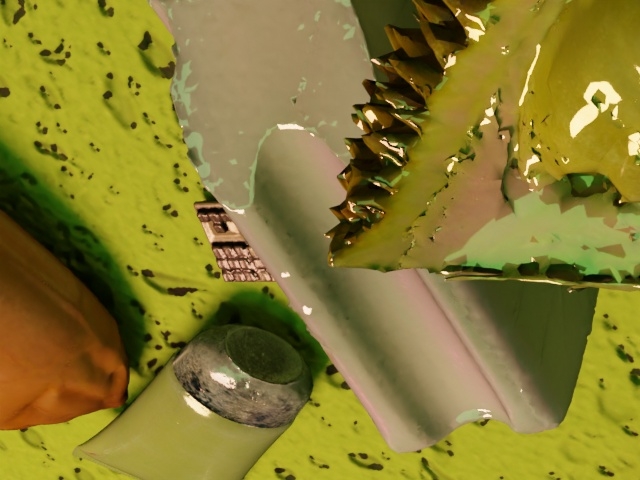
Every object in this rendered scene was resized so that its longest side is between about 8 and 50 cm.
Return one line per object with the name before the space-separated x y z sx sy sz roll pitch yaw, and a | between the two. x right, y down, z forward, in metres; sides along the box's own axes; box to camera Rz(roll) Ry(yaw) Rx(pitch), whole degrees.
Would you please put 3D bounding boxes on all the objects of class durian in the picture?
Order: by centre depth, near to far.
durian | 0.173 -0.065 0.565 0.352 0.158 0.169 0 109 22

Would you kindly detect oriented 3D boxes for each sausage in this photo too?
sausage | -0.244 -0.005 1.016 0.354 0.116 0.134 38 130 -14

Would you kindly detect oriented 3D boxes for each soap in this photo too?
soap | 0.028 -0.044 0.786 0.091 0.145 0.230 -12 129 28

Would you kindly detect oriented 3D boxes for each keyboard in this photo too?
keyboard | 0.000 0.000 0.940 0.129 0.015 0.049 0 131 32

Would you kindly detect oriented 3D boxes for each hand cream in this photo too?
hand cream | -0.063 0.097 1.057 0.095 0.046 0.175 23 146 -13
